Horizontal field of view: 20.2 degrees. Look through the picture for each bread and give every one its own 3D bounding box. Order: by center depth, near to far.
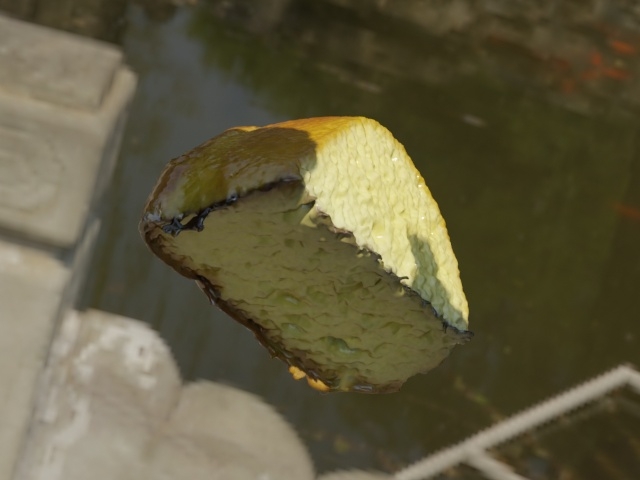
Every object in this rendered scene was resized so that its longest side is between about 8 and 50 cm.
[{"bbox_3d":[-0.003,-0.010,1.151,0.260,0.129,0.134,39,39,-47],"label":"bread"}]
